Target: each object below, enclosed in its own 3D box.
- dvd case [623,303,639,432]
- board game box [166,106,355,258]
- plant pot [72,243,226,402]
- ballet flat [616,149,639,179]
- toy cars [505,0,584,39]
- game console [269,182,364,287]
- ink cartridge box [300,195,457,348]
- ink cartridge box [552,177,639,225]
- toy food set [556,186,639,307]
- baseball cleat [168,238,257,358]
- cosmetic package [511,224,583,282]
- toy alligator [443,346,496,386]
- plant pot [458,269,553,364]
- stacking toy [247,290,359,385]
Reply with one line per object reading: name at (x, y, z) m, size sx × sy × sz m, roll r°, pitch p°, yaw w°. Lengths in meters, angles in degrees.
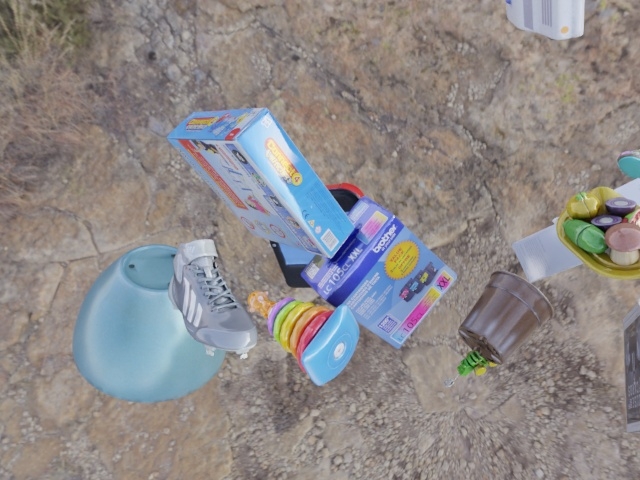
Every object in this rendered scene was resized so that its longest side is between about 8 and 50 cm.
dvd case at (0.627, 0.250, 1.066) m, size 0.029 × 0.179 × 0.239 m, roll 3°, pitch 70°, yaw 18°
board game box at (-0.124, -0.118, 1.099) m, size 0.086 × 0.308 × 0.302 m, roll -50°, pitch 35°, yaw -18°
plant pot at (-0.309, 0.124, 1.021) m, size 0.290 × 0.290 × 0.196 m, roll 31°, pitch 128°, yaw 20°
ballet flat at (0.790, -0.169, 1.304) m, size 0.221 × 0.077 × 0.079 m, roll 30°, pitch 72°, yaw -19°
toy cars at (0.262, -0.432, 0.764) m, size 0.087 × 0.176 × 0.394 m, roll -13°, pitch 77°, yaw 8°
game console at (0.000, 0.000, 1.690) m, size 0.341 × 0.387 × 0.060 m, roll -5°, pitch 37°, yaw 17°
ink cartridge box at (0.140, 0.076, 1.415) m, size 0.270 × 0.395 × 0.151 m, roll -52°, pitch 37°, yaw 2°
ink cartridge box at (0.595, -0.047, 1.146) m, size 0.181 × 0.104 × 0.062 m, roll -29°, pitch 61°, yaw 24°
toy food set at (0.438, -0.017, 0.795) m, size 0.128 × 0.071 × 0.218 m, roll -31°, pitch 41°, yaw 0°
baseball cleat at (-0.140, 0.060, 0.668) m, size 0.205 × 0.072 × 0.110 m, roll 23°, pitch 113°, yaw 49°
cosmetic package at (0.606, 0.012, 1.356) m, size 0.231 × 0.085 × 0.117 m, roll -33°, pitch 76°, yaw 51°
toy alligator at (0.370, 0.299, 1.336) m, size 0.189 × 0.051 × 0.056 m, roll -38°, pitch 39°, yaw 16°
plant pot at (0.418, 0.186, 1.264) m, size 0.167 × 0.167 × 0.165 m, roll 38°, pitch 75°, yaw 21°
stacking toy at (-0.069, 0.202, 1.335) m, size 0.301 × 0.166 × 0.175 m, roll 24°, pitch 64°, yaw 33°
